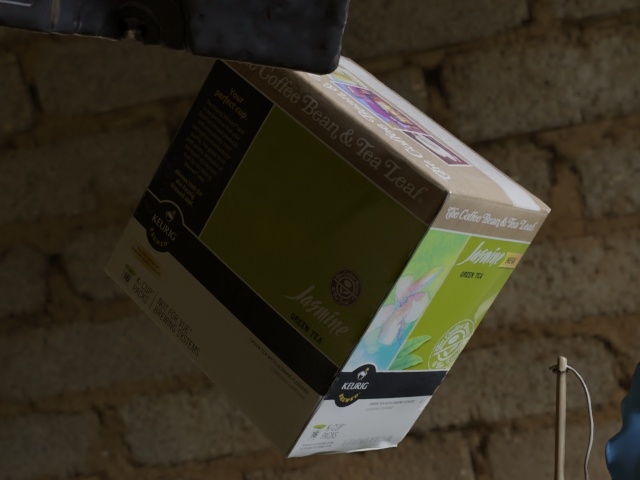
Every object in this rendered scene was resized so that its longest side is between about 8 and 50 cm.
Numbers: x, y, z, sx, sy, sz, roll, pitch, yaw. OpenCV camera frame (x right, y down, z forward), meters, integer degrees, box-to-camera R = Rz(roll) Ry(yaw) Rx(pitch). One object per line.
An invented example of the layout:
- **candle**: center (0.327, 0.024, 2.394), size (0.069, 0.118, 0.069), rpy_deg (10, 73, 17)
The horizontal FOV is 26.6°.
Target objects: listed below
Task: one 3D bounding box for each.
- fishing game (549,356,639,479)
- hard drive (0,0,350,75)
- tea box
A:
- **fishing game**: center (0.290, 0.145, 0.939), size (0.264, 0.189, 0.041), rpy_deg (-3, -12, 22)
- **hard drive**: center (-0.083, -0.239, 0.439), size (0.237, 0.339, 0.064), rpy_deg (7, 15, -8)
- **tea box**: center (0.000, 0.000, 1.443), size (0.329, 0.323, 0.220), rpy_deg (42, 21, 31)
